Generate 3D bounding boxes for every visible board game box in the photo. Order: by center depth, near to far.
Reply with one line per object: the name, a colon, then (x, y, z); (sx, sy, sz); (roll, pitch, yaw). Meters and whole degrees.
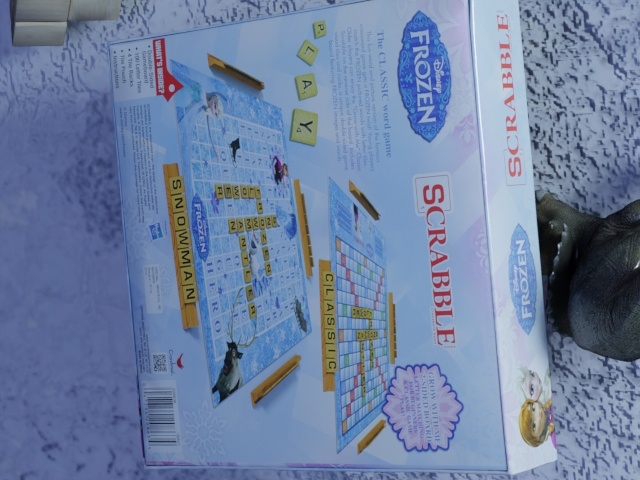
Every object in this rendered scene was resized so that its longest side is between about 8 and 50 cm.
board game box: (0.000, 0.000, 1.259); (0.318, 0.066, 0.318); (-4, 92, 37)

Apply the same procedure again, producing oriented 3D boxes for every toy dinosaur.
toy dinosaur: (0.215, 0.026, 1.191); (0.160, 0.313, 0.121); (-44, 105, 6)

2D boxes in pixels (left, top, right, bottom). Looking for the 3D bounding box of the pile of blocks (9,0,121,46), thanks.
pile of blocks: (-0.185, -0.326, 1.408); (0.113, 0.149, 0.362); (-2, 121, -14)
